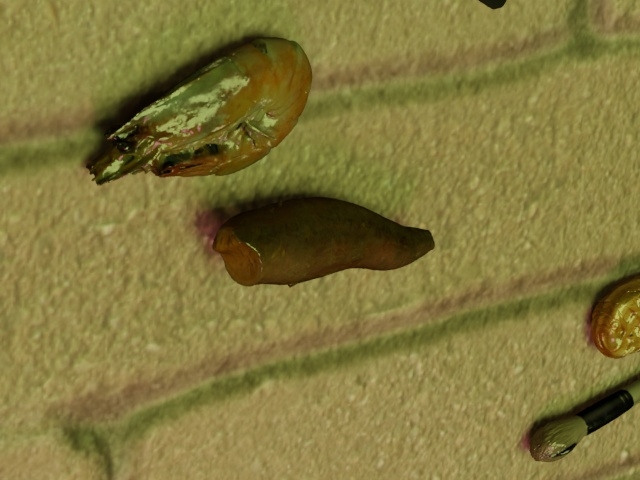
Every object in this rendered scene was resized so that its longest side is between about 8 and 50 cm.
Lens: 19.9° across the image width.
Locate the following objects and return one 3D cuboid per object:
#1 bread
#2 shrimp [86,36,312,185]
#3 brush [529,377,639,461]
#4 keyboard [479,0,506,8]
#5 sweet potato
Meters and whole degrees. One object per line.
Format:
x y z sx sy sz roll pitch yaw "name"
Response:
0.328 0.078 1.889 0.111 0.044 0.083 -16 119 -29 "bread"
-0.090 -0.090 1.469 0.217 0.051 0.115 -30 129 -27 "shrimp"
0.337 0.164 1.942 0.299 0.039 0.042 -25 168 -28 "brush"
0.197 -0.364 1.403 0.103 0.041 0.381 25 99 -44 "keyboard"
0.000 0.000 1.574 0.244 0.077 0.077 -5 115 -46 "sweet potato"
